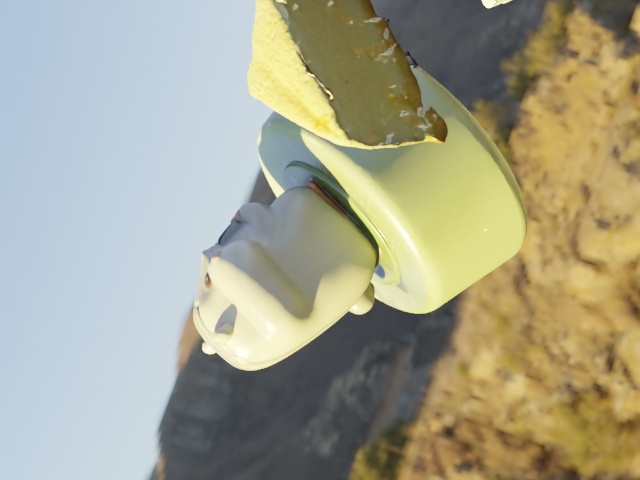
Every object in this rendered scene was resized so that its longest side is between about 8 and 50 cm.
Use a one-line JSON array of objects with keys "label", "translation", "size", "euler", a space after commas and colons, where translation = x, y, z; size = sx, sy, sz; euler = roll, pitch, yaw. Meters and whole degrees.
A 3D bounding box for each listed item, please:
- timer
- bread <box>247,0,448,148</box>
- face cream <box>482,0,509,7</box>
[{"label": "timer", "translation": [0.000, 0.000, 1.527], "size": [0.315, 0.291, 0.291], "euler": [-42, -14, -17]}, {"label": "bread", "translation": [0.016, -0.101, 0.844], "size": [0.084, 0.109, 0.080], "euler": [-12, -58, -41]}, {"label": "face cream", "translation": [0.178, -0.225, 1.287], "size": [0.115, 0.020, 0.038], "euler": [-29, -46, -39]}]
